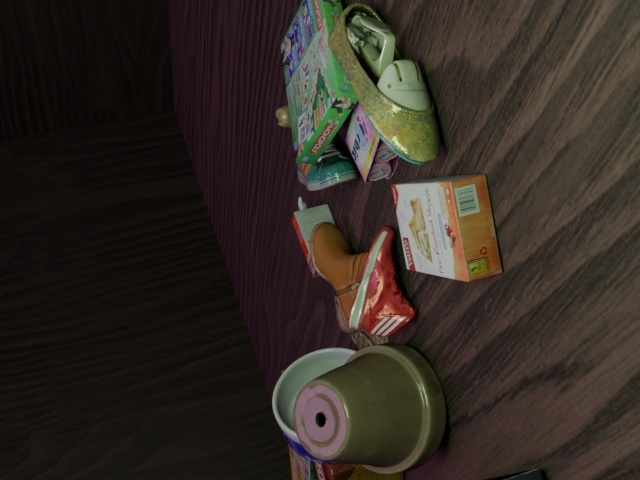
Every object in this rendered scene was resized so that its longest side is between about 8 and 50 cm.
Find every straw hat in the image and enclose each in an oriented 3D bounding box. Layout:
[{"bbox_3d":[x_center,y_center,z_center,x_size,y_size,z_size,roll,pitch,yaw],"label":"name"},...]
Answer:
[{"bbox_3d":[-0.081,-0.319,1.978,0.144,0.061,0.144,165,90,-74],"label":"straw hat"}]

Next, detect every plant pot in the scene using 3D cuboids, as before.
[{"bbox_3d":[0.078,0.337,1.509,0.263,0.229,0.263,-3,85,43],"label":"plant pot"}]

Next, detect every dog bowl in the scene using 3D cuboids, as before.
[{"bbox_3d":[0.026,0.387,1.824,0.265,0.265,0.104,-123,12,-48],"label":"dog bowl"}]

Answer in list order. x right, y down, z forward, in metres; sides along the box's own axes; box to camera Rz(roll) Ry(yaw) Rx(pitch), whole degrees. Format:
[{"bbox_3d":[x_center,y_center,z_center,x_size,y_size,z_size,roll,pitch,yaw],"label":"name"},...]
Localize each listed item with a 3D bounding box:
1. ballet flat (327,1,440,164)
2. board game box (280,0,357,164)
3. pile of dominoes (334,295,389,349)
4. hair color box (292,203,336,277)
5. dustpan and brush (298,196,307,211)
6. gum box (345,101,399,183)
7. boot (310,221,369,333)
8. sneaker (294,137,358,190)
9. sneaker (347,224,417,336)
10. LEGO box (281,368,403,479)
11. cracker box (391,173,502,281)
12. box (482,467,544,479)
[{"bbox_3d":[0.110,-0.277,1.286,0.123,0.123,0.348,96,155,-50],"label":"ballet flat"},{"bbox_3d":[-0.009,-0.340,1.524,0.213,0.046,0.317,129,140,-51],"label":"board game box"},{"bbox_3d":[0.099,0.211,1.852,0.251,0.040,0.196,-136,35,-63],"label":"pile of dominoes"},{"bbox_3d":[0.000,0.000,1.914,0.053,0.093,0.167,102,150,-59],"label":"hair color box"},{"bbox_3d":[-0.026,-0.031,2.032,0.147,0.060,0.211,-123,25,-49],"label":"dustpan and brush"},{"bbox_3d":[0.105,-0.200,1.438,0.188,0.062,0.107,105,147,-60],"label":"gum box"},{"bbox_3d":[0.068,0.058,1.718,0.220,0.109,0.283,128,134,-64],"label":"boot"},{"bbox_3d":[-0.003,-0.187,1.737,0.302,0.108,0.121,-150,44,-70],"label":"sneaker"},{"bbox_3d":[0.144,0.089,1.556,0.087,0.128,0.221,-31,-41,-80],"label":"sneaker"},{"bbox_3d":[0.058,0.619,2.060,0.372,0.193,0.500,-126,27,-52],"label":"LEGO box"},{"bbox_3d":[0.199,-0.024,1.259,0.232,0.067,0.155,-171,69,-74],"label":"cracker box"},{"bbox_3d":[0.281,0.549,1.253,0.296,0.183,0.294,113,141,-68],"label":"box"}]
